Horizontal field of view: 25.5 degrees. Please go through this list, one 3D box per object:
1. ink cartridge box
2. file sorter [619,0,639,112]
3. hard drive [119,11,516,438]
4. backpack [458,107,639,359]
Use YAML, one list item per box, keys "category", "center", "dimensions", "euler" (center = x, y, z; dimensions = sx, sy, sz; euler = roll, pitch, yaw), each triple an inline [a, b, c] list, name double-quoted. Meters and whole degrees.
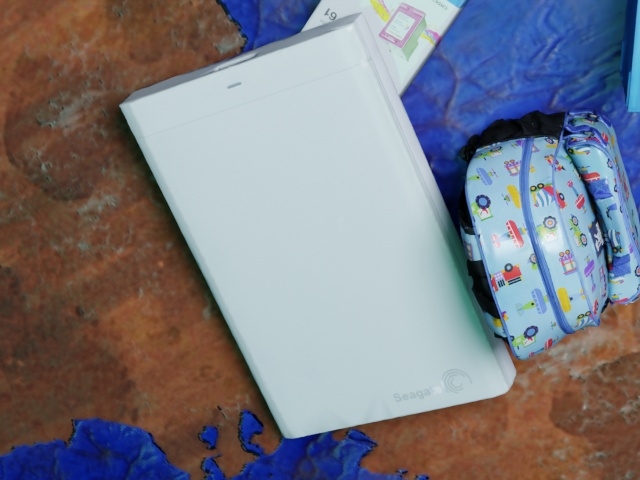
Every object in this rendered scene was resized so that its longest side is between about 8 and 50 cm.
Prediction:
- category: "ink cartridge box"
  center: [0.052, -0.171, 1.036]
  dimensions: [0.088, 0.052, 0.122]
  euler: [35, 114, 0]
- category: "file sorter"
  center: [0.262, -0.180, 0.951]
  dimensions: [0.104, 0.118, 0.170]
  euler: [3, 109, 8]
- category: "hard drive"
  center: [0.000, 0.000, 1.081]
  dimensions: [0.203, 0.040, 0.307]
  euler: [-15, 110, 26]
- category: "backpack"
  center: [0.161, -0.004, 1.001]
  dimensions: [0.117, 0.173, 0.158]
  euler: [-13, 104, 17]
